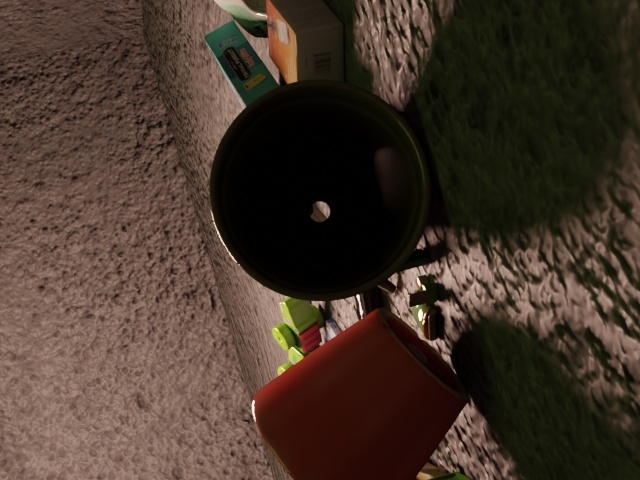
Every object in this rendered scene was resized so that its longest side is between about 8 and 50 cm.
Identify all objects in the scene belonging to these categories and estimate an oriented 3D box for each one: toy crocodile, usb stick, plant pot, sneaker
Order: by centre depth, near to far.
[{"bbox_3d":[0.073,0.252,1.434,0.275,0.243,0.275,42,-170,-9],"label":"plant pot"},{"bbox_3d":[0.001,-0.060,1.491,0.280,0.323,0.323,86,169,-84],"label":"plant pot"},{"bbox_3d":[0.105,0.201,1.796,0.077,0.045,0.278,-137,35,-77],"label":"usb stick"},{"bbox_3d":[-0.101,-0.468,1.927,0.256,0.094,0.151,28,172,45],"label":"sneaker"},{"bbox_3d":[-0.035,0.264,2.258,0.105,0.115,0.340,33,141,42],"label":"toy crocodile"}]

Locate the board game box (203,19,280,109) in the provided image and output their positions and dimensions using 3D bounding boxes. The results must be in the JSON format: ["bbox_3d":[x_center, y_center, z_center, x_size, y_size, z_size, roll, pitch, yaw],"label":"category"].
[{"bbox_3d":[-0.116,-0.275,1.956,0.254,0.079,0.336,61,179,-40],"label":"board game box"}]

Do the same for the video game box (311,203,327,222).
[{"bbox_3d":[0.000,0.000,1.808,0.187,0.048,0.205,46,170,7],"label":"video game box"}]

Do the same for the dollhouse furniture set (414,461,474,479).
[{"bbox_3d":[0.166,0.496,1.618,0.301,0.151,0.197,172,85,-76],"label":"dollhouse furniture set"}]

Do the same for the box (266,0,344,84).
[{"bbox_3d":[-0.028,-0.355,1.688,0.170,0.091,0.130,-121,22,-48],"label":"box"}]

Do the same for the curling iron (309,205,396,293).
[{"bbox_3d":[0.026,0.002,1.675,0.274,0.068,0.035,41,179,11],"label":"curling iron"}]

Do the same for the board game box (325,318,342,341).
[{"bbox_3d":[0.038,0.237,2.133,0.090,0.020,0.090,-130,30,-58],"label":"board game box"}]

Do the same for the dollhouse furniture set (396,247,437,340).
[{"bbox_3d":[0.145,0.091,1.506,0.076,0.059,0.151,-125,26,-56],"label":"dollhouse furniture set"}]
